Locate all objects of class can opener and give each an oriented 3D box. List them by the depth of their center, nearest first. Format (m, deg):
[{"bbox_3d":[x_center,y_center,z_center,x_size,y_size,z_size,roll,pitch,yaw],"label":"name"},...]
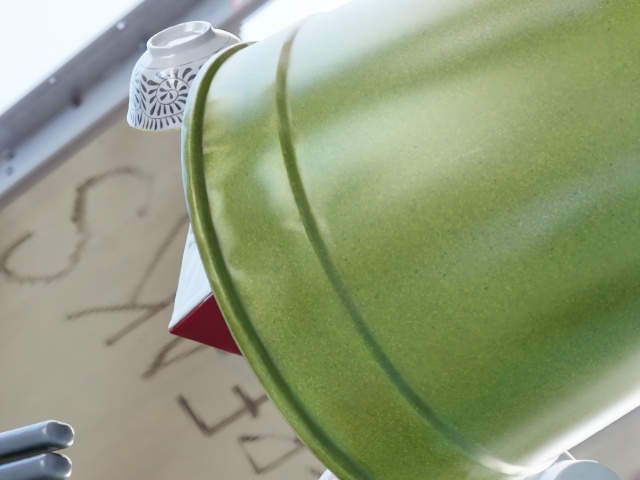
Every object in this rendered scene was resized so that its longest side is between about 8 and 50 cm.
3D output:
[{"bbox_3d":[-0.381,0.268,1.630,0.093,0.280,0.074,20,-122,-42],"label":"can opener"}]

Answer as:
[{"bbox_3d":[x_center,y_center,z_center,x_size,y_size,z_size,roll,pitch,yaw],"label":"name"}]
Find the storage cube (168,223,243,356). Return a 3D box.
[{"bbox_3d":[0.000,0.000,1.235,0.193,0.215,0.184,19,-120,-20],"label":"storage cube"}]

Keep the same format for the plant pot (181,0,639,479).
[{"bbox_3d":[0.164,-0.048,0.901,0.366,0.353,0.366,41,-146,-36],"label":"plant pot"}]

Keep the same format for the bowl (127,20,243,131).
[{"bbox_3d":[-0.146,-0.193,1.551,0.170,0.170,0.080,-78,-26,-61],"label":"bowl"}]

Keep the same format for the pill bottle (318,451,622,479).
[{"bbox_3d":[0.139,0.279,1.326,0.181,0.323,0.182,10,-106,-35],"label":"pill bottle"}]
